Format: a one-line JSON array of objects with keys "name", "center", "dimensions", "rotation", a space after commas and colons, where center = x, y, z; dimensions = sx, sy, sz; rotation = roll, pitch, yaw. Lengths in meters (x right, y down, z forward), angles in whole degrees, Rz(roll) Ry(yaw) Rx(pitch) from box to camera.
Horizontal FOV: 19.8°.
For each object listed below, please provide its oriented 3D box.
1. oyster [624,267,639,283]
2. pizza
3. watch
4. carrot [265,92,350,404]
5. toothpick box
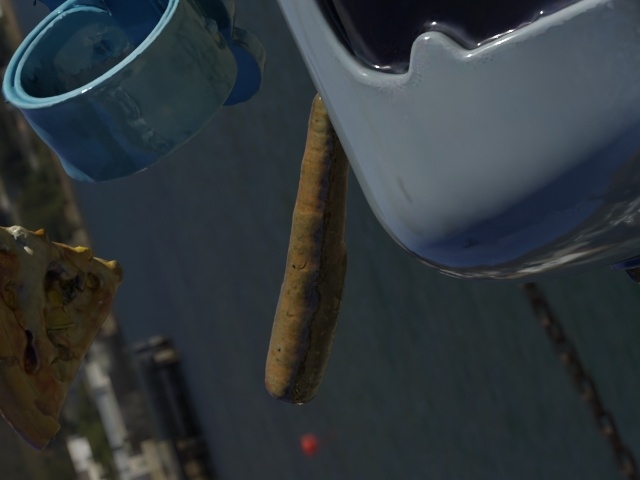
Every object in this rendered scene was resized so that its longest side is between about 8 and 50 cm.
[{"name": "oyster", "center": [0.276, -0.052, 1.486], "dimensions": [0.056, 0.105, 0.177], "rotation": [5, 91, 50]}, {"name": "pizza", "center": [-0.196, 0.057, 1.350], "dimensions": [0.036, 0.176, 0.184], "rotation": [-14, 87, 41]}, {"name": "watch", "center": [-0.161, -0.140, 1.458], "dimensions": [0.211, 0.211, 0.193], "rotation": [79, -155, -46]}, {"name": "carrot", "center": [-0.001, 0.000, 1.840], "dimensions": [0.070, 0.070, 0.342], "rotation": [-132, 49, -73]}, {"name": "toothpick box", "center": [0.092, -0.139, 0.735], "dimensions": [0.263, 0.263, 0.354], "rotation": [176, 71, -83]}]
